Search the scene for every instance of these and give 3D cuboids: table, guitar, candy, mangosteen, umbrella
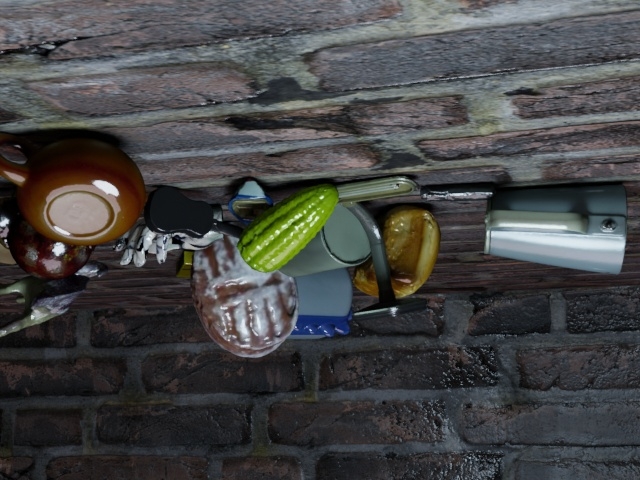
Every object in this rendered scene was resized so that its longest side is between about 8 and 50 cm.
[{"bbox_3d":[0.000,0.000,1.902,0.126,0.126,0.220,4,169,-30],"label":"table"},{"bbox_3d":[-0.183,-0.026,1.735,0.271,0.084,0.038,17,162,-30],"label":"guitar"},{"bbox_3d":[-0.050,-0.029,1.682,0.209,0.097,0.097,-38,153,24],"label":"candy"},{"bbox_3d":[-0.160,0.098,2.032,0.214,0.289,0.157,-20,171,-16],"label":"candy"},{"bbox_3d":[-0.471,-0.016,1.649,0.184,0.172,0.172,11,167,-23],"label":"mangosteen"},{"bbox_3d":[0.241,-0.085,1.706,0.133,0.031,0.036,-2,154,11],"label":"umbrella"}]

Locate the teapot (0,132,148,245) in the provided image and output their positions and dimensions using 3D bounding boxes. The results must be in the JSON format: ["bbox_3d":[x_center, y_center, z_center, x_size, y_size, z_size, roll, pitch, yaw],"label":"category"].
[{"bbox_3d":[-0.355,-0.088,1.373,0.252,0.135,0.178,26,123,-30],"label":"teapot"}]

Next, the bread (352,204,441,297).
[{"bbox_3d":[0.151,0.024,1.969,0.132,0.167,0.294,24,169,-6],"label":"bread"}]

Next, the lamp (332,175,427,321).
[{"bbox_3d":[0.124,0.011,1.722,0.203,0.283,0.124,-9,-165,38],"label":"lamp"}]

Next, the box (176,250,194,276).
[{"bbox_3d":[-0.291,0.064,2.545,0.153,0.041,0.279,0,171,-12],"label":"box"}]

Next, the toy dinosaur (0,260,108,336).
[{"bbox_3d":[-0.486,0.088,1.731,0.162,0.077,0.294,-13,-158,13],"label":"toy dinosaur"}]

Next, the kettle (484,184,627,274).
[{"bbox_3d":[0.410,-0.024,1.715,0.243,0.160,0.210,3,-178,8],"label":"kettle"}]

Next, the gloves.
[{"bbox_3d":[-0.291,-0.016,1.857,0.212,0.111,0.127,-3,-165,-3],"label":"gloves"}]

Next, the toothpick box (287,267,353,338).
[{"bbox_3d":[-0.069,0.130,2.309,0.263,0.263,0.354,-9,169,41],"label":"toothpick box"}]

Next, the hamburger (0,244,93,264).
[{"bbox_3d":[-0.531,-0.012,1.852,0.210,0.116,0.173,-2,180,-18],"label":"hamburger"}]

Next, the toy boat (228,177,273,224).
[{"bbox_3d":[-0.124,-0.067,1.728,0.080,0.046,0.229,-1,171,-4],"label":"toy boat"}]
